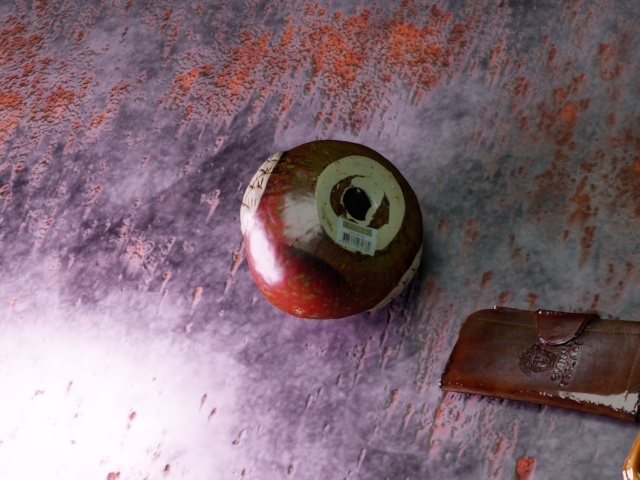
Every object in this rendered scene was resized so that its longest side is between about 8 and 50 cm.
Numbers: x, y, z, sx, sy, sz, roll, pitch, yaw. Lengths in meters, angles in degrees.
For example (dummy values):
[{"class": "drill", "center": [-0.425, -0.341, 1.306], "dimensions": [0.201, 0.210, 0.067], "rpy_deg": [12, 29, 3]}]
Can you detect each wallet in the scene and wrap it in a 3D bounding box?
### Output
[{"class": "wallet", "center": [0.278, 0.142, 2.135], "dimensions": [0.255, 0.031, 0.137], "rpy_deg": [6, 57, 27]}]

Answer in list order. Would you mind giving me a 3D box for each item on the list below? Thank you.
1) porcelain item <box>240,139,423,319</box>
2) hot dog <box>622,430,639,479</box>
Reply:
[{"class": "porcelain item", "center": [0.000, 0.000, 2.277], "dimensions": [0.253, 0.253, 0.253], "rpy_deg": [-12, 50, 15]}, {"class": "hot dog", "center": [0.430, 0.198, 2.004], "dimensions": [0.104, 0.076, 0.250], "rpy_deg": [1, 48, 48]}]
